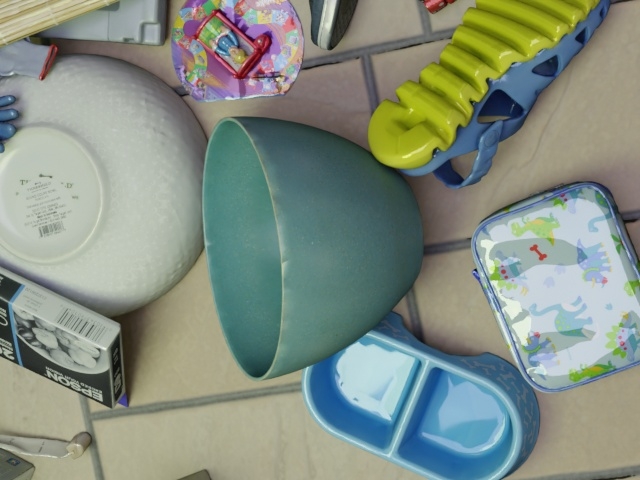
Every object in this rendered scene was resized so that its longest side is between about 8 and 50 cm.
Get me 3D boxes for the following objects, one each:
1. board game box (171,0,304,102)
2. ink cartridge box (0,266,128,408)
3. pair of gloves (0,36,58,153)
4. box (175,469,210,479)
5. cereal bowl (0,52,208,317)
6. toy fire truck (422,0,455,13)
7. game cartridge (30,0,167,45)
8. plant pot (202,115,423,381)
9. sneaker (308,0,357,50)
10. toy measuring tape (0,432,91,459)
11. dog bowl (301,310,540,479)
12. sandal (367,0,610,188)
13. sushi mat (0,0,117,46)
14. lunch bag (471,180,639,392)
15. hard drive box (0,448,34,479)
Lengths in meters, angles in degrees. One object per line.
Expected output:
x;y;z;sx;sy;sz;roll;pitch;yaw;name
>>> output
-0.105;-0.236;1.467;0.169;0.033;0.133;-3;96;14;board game box
-0.335;0.129;1.495;0.206;0.045;0.208;24;146;11;ink cartridge box
-0.398;-0.185;1.450;0.159;0.023;0.198;15;75;28;pair of gloves
-0.205;0.367;1.436;0.113;0.275;0.094;-25;90;16;box
-0.306;-0.062;1.483;0.339;0.141;0.339;1;96;13;cereal bowl
0.130;-0.370;1.385;0.135;0.047;0.192;-32;89;14;toy fire truck
-0.326;-0.346;1.500;0.297;0.062;0.198;6;94;13;game cartridge
0.000;0.000;1.369;0.195;0.290;0.290;-6;96;-20;plant pot
-0.034;-0.340;1.409;0.163;0.086;0.226;9;99;13;sneaker
-0.460;0.208;1.572;0.330;0.121;0.121;6;98;5;toy measuring tape
0.111;0.190;1.442;0.297;0.074;0.166;23;101;10;dog bowl
0.196;-0.175;1.363;0.317;0.138;0.126;-42;47;1;sandal
-0.269;-0.347;1.434;0.316;0.019;0.151;-20;82;7;sushi mat
0.274;0.051;1.377;0.176;0.090;0.219;-23;91;14;lunch bag
-0.475;0.372;1.527;0.089;0.232;0.181;25;101;10;hard drive box
